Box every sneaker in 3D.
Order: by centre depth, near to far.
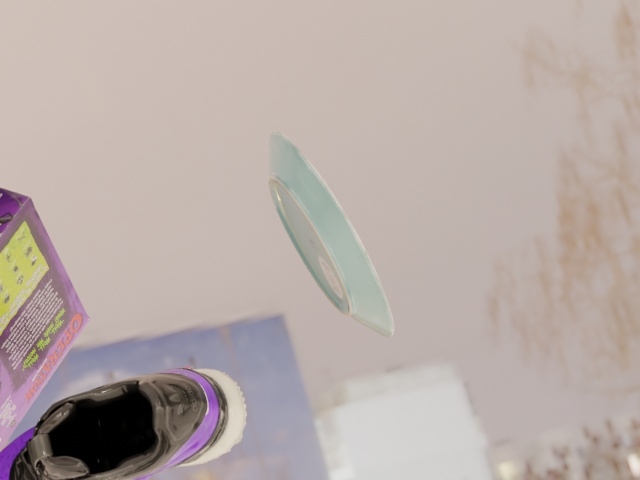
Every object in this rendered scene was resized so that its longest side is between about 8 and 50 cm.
[{"bbox_3d":[-0.219,0.186,1.670,0.293,0.102,0.146,-30,-16,22],"label":"sneaker"}]

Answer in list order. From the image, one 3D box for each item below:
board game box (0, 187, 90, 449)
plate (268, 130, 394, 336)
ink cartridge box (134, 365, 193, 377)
[{"bbox_3d":[-0.350,0.143,1.807,0.056,0.347,0.208,15,-33,28],"label":"board game box"},{"bbox_3d":[0.000,0.000,1.522,0.024,0.188,0.188,-30,-12,-11],"label":"plate"},{"bbox_3d":[-0.154,0.146,1.910,0.063,0.029,0.115,-11,-15,-3],"label":"ink cartridge box"}]
